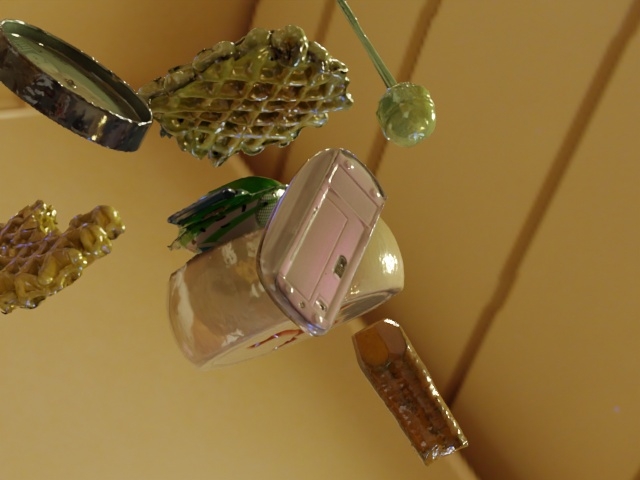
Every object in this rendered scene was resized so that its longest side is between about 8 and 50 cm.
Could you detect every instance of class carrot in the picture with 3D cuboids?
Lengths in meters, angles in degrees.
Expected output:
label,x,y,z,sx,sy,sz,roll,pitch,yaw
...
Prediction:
label,x,y,z,sx,sy,sz,roll,pitch,yaw
carrot,0.169,0.294,2.327,0.302,0.114,0.114,58,-35,1

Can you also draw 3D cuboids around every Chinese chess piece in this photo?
label,x,y,z,sx,sy,sz,roll,pitch,yaw
Chinese chess piece,-0.050,0.064,1.679,0.338,0.338,0.141,-36,-105,55

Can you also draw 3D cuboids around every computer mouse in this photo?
label,x,y,z,sx,sy,sz,roll,pitch,yaw
computer mouse,0.000,0.000,1.376,0.056,0.245,0.126,-23,-58,42

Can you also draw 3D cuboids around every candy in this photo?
label,x,y,z,sx,sy,sz,roll,pitch,yaw
candy,0.089,-0.277,1.898,0.093,0.092,0.336,50,11,-52

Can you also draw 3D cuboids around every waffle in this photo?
label,x,y,z,sx,sy,sz,roll,pitch,yaw
waffle,-0.103,-0.216,1.803,0.297,0.317,0.073,-21,-111,15
waffle,-0.279,0.010,1.200,0.194,0.149,0.051,19,-38,58

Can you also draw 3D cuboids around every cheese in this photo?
label,x,y,z,sx,sy,sz,roll,pitch,yaw
cheese,-0.135,-0.035,1.715,0.083,0.203,0.320,63,7,6

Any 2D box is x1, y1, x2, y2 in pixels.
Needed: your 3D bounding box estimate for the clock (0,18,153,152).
label,x,y,z,sx,sy,sz,roll,pitch,yaw
clock,-0.291,-0.181,1.404,0.042,0.215,0.215,-54,-132,13
